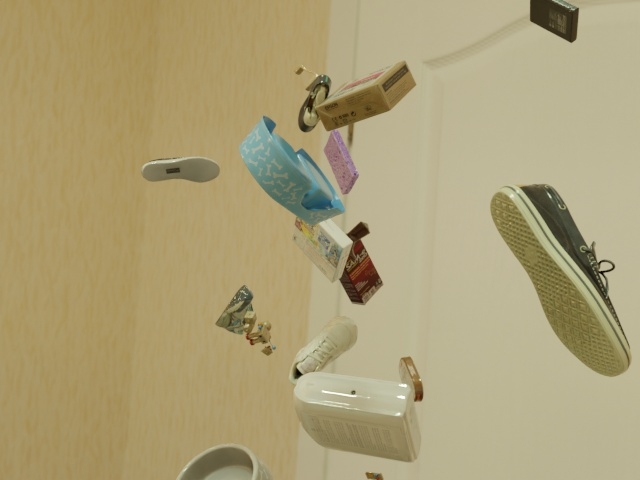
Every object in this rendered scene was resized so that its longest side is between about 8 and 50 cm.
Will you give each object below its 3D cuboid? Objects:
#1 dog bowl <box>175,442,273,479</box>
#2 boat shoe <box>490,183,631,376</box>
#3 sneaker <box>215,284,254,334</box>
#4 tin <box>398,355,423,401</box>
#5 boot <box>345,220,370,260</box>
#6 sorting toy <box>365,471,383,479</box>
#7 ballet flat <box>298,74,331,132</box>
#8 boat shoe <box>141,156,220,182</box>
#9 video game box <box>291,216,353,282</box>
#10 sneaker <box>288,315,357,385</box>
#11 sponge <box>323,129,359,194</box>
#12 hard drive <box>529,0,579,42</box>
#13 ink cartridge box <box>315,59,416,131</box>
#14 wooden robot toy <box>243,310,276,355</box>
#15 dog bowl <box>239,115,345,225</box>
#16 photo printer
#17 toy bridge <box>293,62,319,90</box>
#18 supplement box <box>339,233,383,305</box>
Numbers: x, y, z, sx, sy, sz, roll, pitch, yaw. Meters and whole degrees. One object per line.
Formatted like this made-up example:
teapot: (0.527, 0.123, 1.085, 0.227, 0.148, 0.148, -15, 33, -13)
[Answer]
dog bowl: (-0.334, 0.825, 2.087, 0.349, 0.102, 0.348, -16, 29, 9)
boat shoe: (0.584, 0.072, 1.471, 0.156, 0.500, 0.187, -19, -21, -19)
sneaker: (-0.275, 0.256, 2.255, 0.122, 0.110, 0.283, 33, -34, -5)
tin: (0.339, 0.521, 2.372, 0.040, 0.106, 0.189, -1, 37, -15)
boot: (0.123, 0.001, 2.030, 0.106, 0.114, 0.037, 49, 5, -35)
sorting toy: (0.204, 0.889, 2.353, 0.062, 0.012, 0.083, -4, -46, 17)
ballet flat: (-0.019, -0.413, 1.946, 0.074, 0.203, 0.074, 17, 33, -12)
boat shoe: (-0.419, -0.215, 1.889, 0.229, 0.080, 0.076, -8, 24, -12)
video game box: (0.000, 0.000, 1.898, 0.048, 0.205, 0.187, -32, -24, -27)
sneaker: (0.009, 0.365, 2.021, 0.114, 0.305, 0.152, 42, 29, 0)
sponge: (0.072, -0.284, 2.283, 0.031, 0.210, 0.117, -11, -26, -24)
hard drive: (0.559, -0.542, 1.514, 0.135, 0.022, 0.094, 47, -10, 36)
ink cartridge box: (0.131, -0.419, 1.828, 0.235, 0.088, 0.193, -12, 26, 39)
wooden robot toy: (-0.187, 0.273, 1.945, 0.076, 0.173, 0.079, -12, 34, 26)
dog bowl: (-0.054, -0.122, 1.217, 0.074, 0.166, 0.297, -36, -27, 12)
photo printer: (0.086, 0.442, 1.584, 0.308, 0.107, 0.256, 2, -45, 21)
toy bridge: (-0.028, -0.533, 2.129, 0.063, 0.188, 0.026, -41, -26, 26)
supplement box: (0.128, 0.106, 2.322, 0.073, 0.239, 0.130, 1, 38, 50)
